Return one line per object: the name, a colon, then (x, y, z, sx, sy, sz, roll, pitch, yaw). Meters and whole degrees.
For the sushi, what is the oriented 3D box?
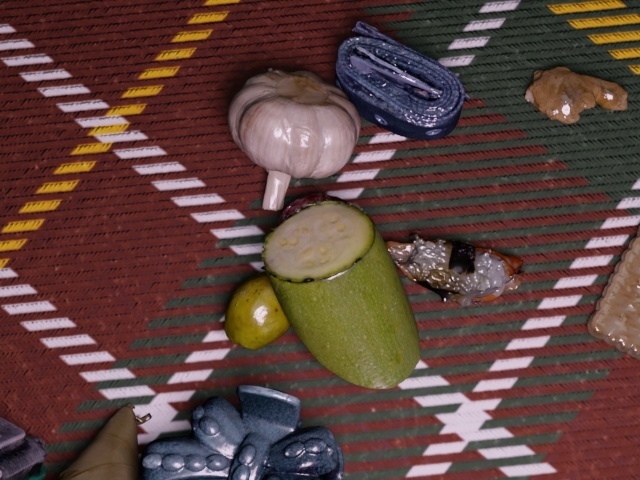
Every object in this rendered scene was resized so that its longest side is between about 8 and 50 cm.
sushi: (0.200, 0.048, 1.482, 0.226, 0.103, 0.097, 12, 97, 5)

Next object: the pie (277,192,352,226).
pie: (0.000, 0.000, 1.504, 0.153, 0.038, 0.154, -1, 93, -13)

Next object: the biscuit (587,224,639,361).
biscuit: (0.596, 0.129, 1.489, 0.325, 0.044, 0.217, 29, 82, 6)

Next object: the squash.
squash: (0.034, 0.092, 1.460, 0.189, 0.260, 0.189, -13, 41, 11)

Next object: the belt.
belt: (0.122, -0.244, 1.518, 0.218, 0.128, 0.122, 28, 82, 6)

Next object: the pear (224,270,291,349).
pear: (-0.091, 0.104, 1.467, 0.107, 0.107, 0.131, 31, 85, 6)

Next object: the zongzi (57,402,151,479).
zongzi: (-0.374, 0.515, 1.414, 0.181, 0.418, 0.447, 20, 120, -5)

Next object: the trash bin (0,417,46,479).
trash bin: (-0.583, 0.410, 1.350, 0.259, 0.295, 0.381, 27, 91, 5)

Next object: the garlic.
garlic: (-0.051, -0.146, 1.504, 0.218, 0.218, 0.212, 19, 121, 4)

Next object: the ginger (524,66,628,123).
ginger: (0.413, -0.226, 1.543, 0.165, 0.067, 0.096, 9, 58, 2)

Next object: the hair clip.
hair clip: (-0.090, 0.327, 1.368, 0.310, 0.194, 0.206, 14, 68, 18)
